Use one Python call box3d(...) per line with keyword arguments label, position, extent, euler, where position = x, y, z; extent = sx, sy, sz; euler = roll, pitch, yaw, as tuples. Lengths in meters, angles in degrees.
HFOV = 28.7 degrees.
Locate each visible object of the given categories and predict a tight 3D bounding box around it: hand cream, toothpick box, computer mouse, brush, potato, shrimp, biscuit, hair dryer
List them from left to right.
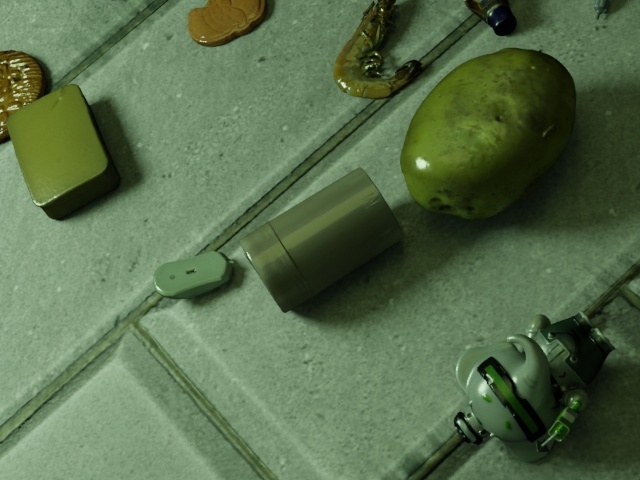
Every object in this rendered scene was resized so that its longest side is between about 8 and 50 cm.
box3d(label="biscuit", position=(-0.514, -0.223, 1.952), extent=(0.188, 0.027, 0.188), euler=(-10, 55, 15))
box3d(label="brush", position=(-0.374, -0.129, 1.818), extent=(0.123, 0.059, 0.197), euler=(-27, 54, -1))
box3d(label="computer mouse", position=(-0.162, 0.048, 1.638), extent=(0.110, 0.032, 0.056), euler=(-16, 55, -2))
box3d(label="biscuit", position=(-0.140, -0.342, 1.891), extent=(0.130, 0.019, 0.102), euler=(-29, 54, 0))
box3d(label="toothpick box", position=(0.000, 0.000, 1.556), extent=(0.181, 0.111, 0.111), euler=(-32, 53, -2))
box3d(label="shrimp", position=(0.094, -0.272, 1.747), extent=(0.124, 0.034, 0.178), euler=(22, 70, 28))
box3d(label="hand cream", position=(0.226, -0.347, 1.743), extent=(0.062, 0.039, 0.163), euler=(-36, 49, 16))
box3d(label="potato", position=(0.208, -0.130, 1.538), extent=(0.197, 0.148, 0.228), euler=(-2, 56, 36))
box3d(label="hair dryer", position=(0.384, -0.348, 1.674), extent=(0.037, 0.063, 0.114), euler=(13, 79, 26))

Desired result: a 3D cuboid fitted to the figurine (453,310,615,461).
box3d(label="figurine", position=(0.228, 0.156, 1.365), extent=(0.192, 0.126, 0.147), euler=(-40, 72, 7))
